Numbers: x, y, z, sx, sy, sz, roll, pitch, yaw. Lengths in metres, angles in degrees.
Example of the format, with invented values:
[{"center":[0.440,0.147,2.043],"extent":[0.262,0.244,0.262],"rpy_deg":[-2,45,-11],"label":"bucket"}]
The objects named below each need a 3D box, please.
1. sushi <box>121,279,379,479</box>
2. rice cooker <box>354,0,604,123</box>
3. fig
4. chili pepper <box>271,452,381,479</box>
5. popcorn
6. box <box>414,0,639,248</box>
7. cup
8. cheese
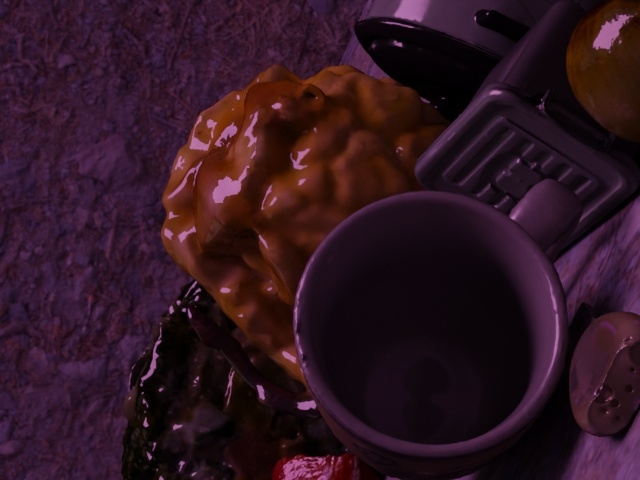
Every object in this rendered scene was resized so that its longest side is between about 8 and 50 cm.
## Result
[{"center":[-0.071,0.194,2.180],"extent":[0.178,0.294,0.352],"rpy_deg":[126,164,-70],"label":"sushi"},{"center":[0.171,-0.228,2.021],"extent":[0.227,0.241,0.280],"rpy_deg":[-66,10,-7],"label":"rice cooker"},{"center":[0.272,-0.160,1.627],"extent":[0.153,0.121,0.136],"rpy_deg":[-62,5,4],"label":"fig"},{"center":[-0.024,0.376,1.926],"extent":[0.135,0.131,0.338],"rpy_deg":[-8,43,29],"label":"chili pepper"},{"center":[0.000,0.000,1.978],"extent":[0.349,0.349,0.381],"rpy_deg":[131,154,-62],"label":"popcorn"},{"center":[0.207,-0.102,1.785],"extent":[0.135,0.163,0.243],"rpy_deg":[-60,4,-26],"label":"box"},{"center":[0.115,0.076,1.703],"extent":[0.301,0.227,0.257],"rpy_deg":[-47,-12,-13],"label":"cup"},{"center":[0.222,0.088,1.546],"extent":[0.097,0.037,0.192],"rpy_deg":[-64,8,11],"label":"cheese"}]
